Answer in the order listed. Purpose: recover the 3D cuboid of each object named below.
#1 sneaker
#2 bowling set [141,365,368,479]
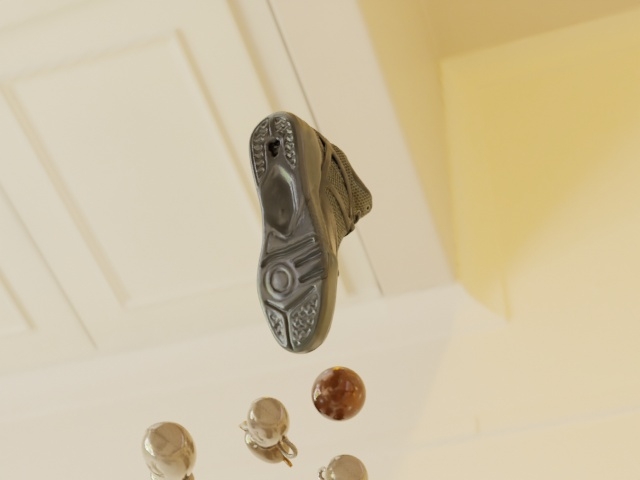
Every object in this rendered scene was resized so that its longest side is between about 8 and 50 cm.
[{"bbox_3d":[0.000,0.000,1.236,0.087,0.130,0.227,-21,-115,32],"label":"sneaker"},{"bbox_3d":[-0.016,0.232,1.275,0.287,0.154,0.200,40,-111,15],"label":"bowling set"}]
